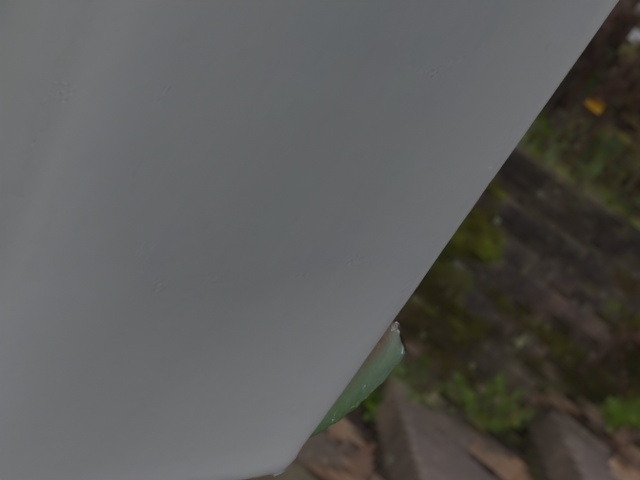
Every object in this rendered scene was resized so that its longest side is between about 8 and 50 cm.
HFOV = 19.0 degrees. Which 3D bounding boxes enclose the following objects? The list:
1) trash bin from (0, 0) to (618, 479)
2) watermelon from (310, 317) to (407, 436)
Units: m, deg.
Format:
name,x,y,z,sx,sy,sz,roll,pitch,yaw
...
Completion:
name,x,y,z,sx,sy,sz,roll,pitch,yaw
trash bin,-0.025,-0.109,0.549,0.296,0.367,0.256,-7,44,-43
watermelon,-0.064,-0.012,0.922,0.256,0.260,0.176,45,-32,-1
